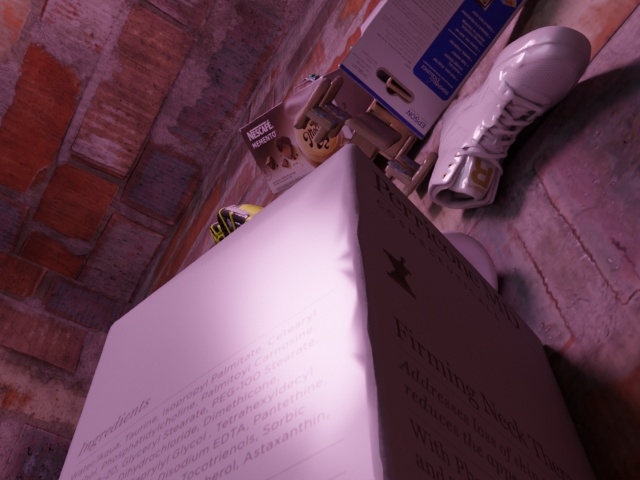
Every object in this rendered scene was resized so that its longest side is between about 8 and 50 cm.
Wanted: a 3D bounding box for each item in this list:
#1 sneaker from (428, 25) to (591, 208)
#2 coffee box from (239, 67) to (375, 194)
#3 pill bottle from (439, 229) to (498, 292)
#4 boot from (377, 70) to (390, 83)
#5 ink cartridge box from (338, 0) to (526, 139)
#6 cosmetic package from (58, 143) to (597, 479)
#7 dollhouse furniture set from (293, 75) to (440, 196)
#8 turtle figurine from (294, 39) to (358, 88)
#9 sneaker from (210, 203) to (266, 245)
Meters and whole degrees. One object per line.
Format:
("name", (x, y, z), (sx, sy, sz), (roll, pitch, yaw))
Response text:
("sneaker", (0.236, -0.134, 0.908), (0.292, 0.108, 0.169), (133, 156, -65))
("coffee box", (-0.015, -0.226, 1.462), (0.297, 0.168, 0.119), (-19, 12, 48))
("pill bottle", (0.113, 0.060, 0.917), (0.229, 0.131, 0.131), (-12, 54, 68))
("boot", (0.094, -0.328, 1.574), (0.338, 0.118, 0.222), (-32, 29, 46))
("ink cartridge box", (0.194, -0.354, 1.082), (0.371, 0.176, 0.069), (-54, 16, -5))
("cosmetic package", (0.012, 0.205, 0.564), (0.327, 0.329, 0.393), (-36, 28, 21))
("dollhouse furniture set", (0.114, -0.207, 1.165), (0.161, 0.212, 0.242), (-56, -5, 22))
("turtle figurine", (0.039, -0.394, 1.764), (0.234, 0.118, 0.175), (-51, 31, -11))
("sneaker", (-0.118, -0.022, 1.396), (0.147, 0.145, 0.385), (-26, 9, -16))
